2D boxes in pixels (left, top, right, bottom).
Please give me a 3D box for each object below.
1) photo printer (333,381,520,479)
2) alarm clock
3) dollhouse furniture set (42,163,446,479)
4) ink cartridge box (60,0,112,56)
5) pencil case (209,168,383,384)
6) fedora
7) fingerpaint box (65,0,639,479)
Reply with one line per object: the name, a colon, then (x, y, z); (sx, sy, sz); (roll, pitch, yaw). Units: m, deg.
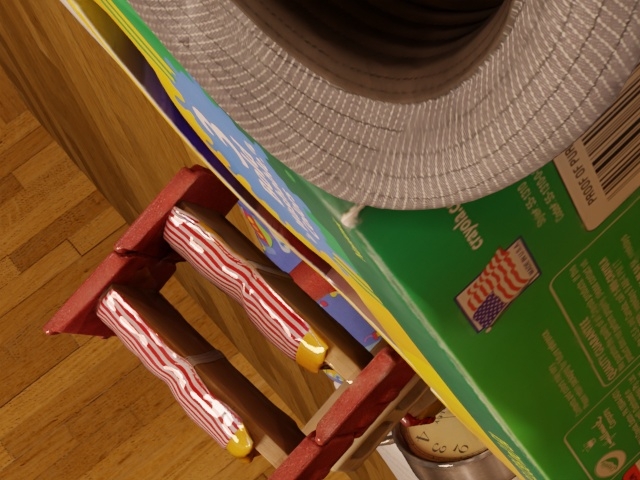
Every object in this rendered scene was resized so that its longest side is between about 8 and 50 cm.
photo printer: (0.163, 0.249, 1.504); (0.256, 0.107, 0.307); (36, 164, 48)
alarm clock: (0.145, 0.165, 1.308); (0.192, 0.129, 0.064); (9, 141, 44)
dollhouse furniture set: (-0.022, 0.084, 1.147); (0.201, 0.152, 0.374); (43, -174, 15)
ink cartridge box: (-0.122, -0.238, 0.973); (0.237, 0.172, 0.100); (47, 168, 27)
pencil case: (0.000, 0.000, 1.366); (0.133, 0.119, 0.306); (10, 143, 38)
fedora: (0.023, -0.147, 0.395); (0.244, 0.124, 0.275); (46, 156, 18)
fingerpaint box: (0.029, -0.067, 0.746); (0.371, 0.163, 0.445); (45, 177, 33)
